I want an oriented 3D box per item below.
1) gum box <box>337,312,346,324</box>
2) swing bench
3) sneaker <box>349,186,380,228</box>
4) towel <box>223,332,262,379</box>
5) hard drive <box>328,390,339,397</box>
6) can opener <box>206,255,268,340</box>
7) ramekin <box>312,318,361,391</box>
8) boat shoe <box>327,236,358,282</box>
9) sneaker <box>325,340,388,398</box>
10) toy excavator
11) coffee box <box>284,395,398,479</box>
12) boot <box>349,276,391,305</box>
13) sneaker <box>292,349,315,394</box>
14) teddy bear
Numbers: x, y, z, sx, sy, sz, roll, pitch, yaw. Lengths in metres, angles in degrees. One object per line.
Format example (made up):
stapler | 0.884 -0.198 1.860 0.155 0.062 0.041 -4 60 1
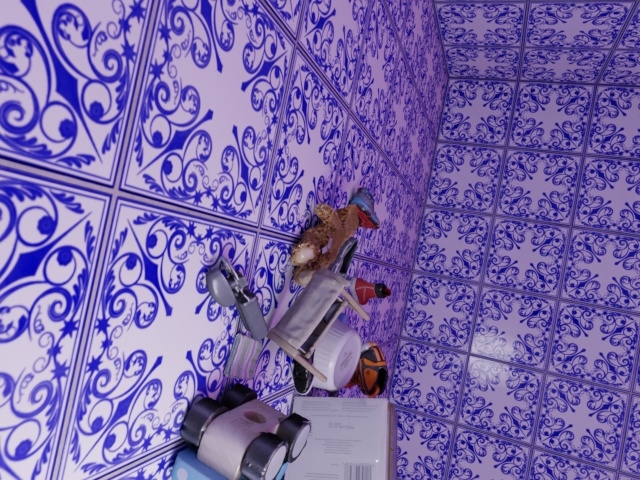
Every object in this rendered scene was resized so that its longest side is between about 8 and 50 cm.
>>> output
gum box | 0.064 0.414 1.971 0.157 0.041 0.184 -46 142 -55
swing bench | -0.013 0.239 1.415 0.253 0.165 0.254 -51 143 -15
sneaker | 0.199 -0.133 1.982 0.262 0.104 0.125 54 47 -63
towel | -0.197 0.310 1.259 0.152 0.023 0.113 50 54 -64
hard drive | 0.055 0.717 2.122 0.094 0.022 0.135 -11 110 -69
can opener | -0.202 0.151 1.138 0.095 0.076 0.283 -32 138 -20
ramekin | 0.046 0.421 1.748 0.273 0.127 0.272 -33 130 -51
boat shoe | 0.060 0.128 1.741 0.116 0.099 0.319 37 65 -68
sneaker | 0.135 0.549 1.863 0.125 0.180 0.321 14 129 -41
toy excavator | -0.244 0.596 1.052 0.433 0.223 0.444 10 99 -68
coffee box | 0.091 0.757 1.702 0.334 0.338 0.338 61 30 -59
boot | 0.238 0.247 2.160 0.244 0.176 0.088 62 41 -61
sneaker | -0.068 0.395 1.581 0.121 0.079 0.216 43 51 -62
teddy bear | 0.000 0.000 1.548 0.338 0.113 0.245 -60 145 -27
